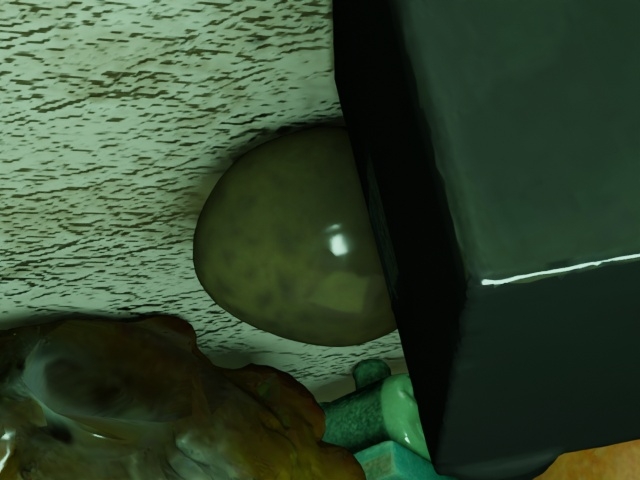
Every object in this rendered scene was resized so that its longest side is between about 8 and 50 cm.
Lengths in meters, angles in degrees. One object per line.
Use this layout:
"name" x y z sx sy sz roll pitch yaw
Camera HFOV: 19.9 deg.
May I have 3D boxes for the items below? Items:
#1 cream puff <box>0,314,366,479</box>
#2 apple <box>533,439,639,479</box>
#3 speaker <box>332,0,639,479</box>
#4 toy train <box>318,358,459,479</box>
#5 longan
"cream puff" -0.103 0.134 0.891 0.269 0.241 0.154 10 121 -14
"apple" 0.229 0.099 0.873 0.299 0.299 0.275 -11 144 2
"speaker" 0.131 -0.046 0.591 0.232 0.184 0.254 -11 161 -2
"toy train" -0.044 0.182 1.083 0.298 0.194 0.120 -26 139 28
"longan" 0.000 0.000 0.766 0.113 0.092 0.113 -10 172 -2
